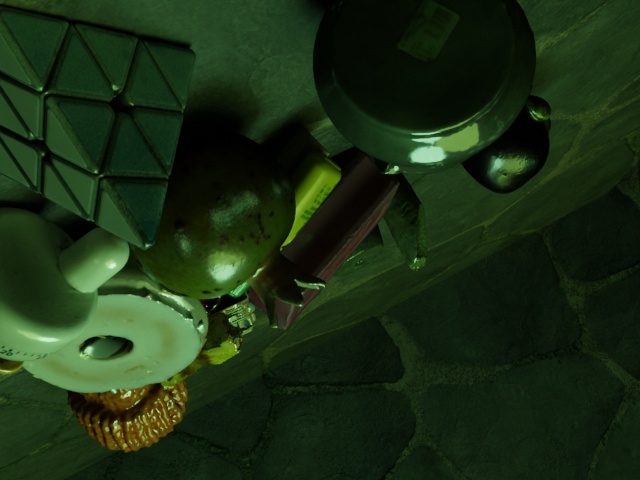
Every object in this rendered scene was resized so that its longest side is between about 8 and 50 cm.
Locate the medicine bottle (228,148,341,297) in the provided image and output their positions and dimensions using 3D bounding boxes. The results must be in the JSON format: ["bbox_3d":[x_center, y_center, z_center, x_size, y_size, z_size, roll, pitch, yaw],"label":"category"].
[{"bbox_3d":[-0.076,-0.027,1.507,0.309,0.076,0.111,-52,169,6],"label":"medicine bottle"}]

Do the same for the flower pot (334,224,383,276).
[{"bbox_3d":[0.061,-0.007,2.050,0.235,0.148,0.235,-28,163,-9],"label":"flower pot"}]

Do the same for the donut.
[{"bbox_3d":[-0.390,0.139,1.520,0.383,0.142,0.382,-5,142,-4],"label":"donut"}]

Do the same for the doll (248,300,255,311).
[{"bbox_3d":[-0.276,0.213,2.206,0.200,0.105,0.336,-36,162,16],"label":"doll"}]

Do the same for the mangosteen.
[{"bbox_3d":[0.417,-0.235,1.881,0.243,0.243,0.243,-27,164,-9],"label":"mangosteen"}]

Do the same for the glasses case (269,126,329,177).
[{"bbox_3d":[-0.071,-0.119,1.559,0.193,0.070,0.102,-50,144,4],"label":"glasses case"}]

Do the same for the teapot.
[{"bbox_3d":[0.172,-0.273,1.268,0.376,0.306,0.362,-60,172,-1],"label":"teapot"}]

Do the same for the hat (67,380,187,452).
[{"bbox_3d":[-0.496,0.323,1.953,0.285,0.285,0.400,-29,146,-3],"label":"hat"}]

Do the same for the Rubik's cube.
[{"bbox_3d":[-0.287,-0.146,1.026,0.228,0.228,0.233,13,-167,-13],"label":"Rubik's cube"}]

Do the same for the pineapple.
[{"bbox_3d":[-0.249,0.205,1.698,0.233,0.135,0.079,-25,128,21],"label":"pineapple"}]

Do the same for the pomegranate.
[{"bbox_3d":[-0.154,-0.015,1.361,0.291,0.323,0.291,-33,-158,15],"label":"pomegranate"}]

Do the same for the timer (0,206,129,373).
[{"bbox_3d":[-0.424,0.053,1.226,0.240,0.233,0.233,-34,164,25],"label":"timer"}]

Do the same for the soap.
[{"bbox_3d":[0.000,0.000,1.787,0.359,0.128,0.233,-49,173,-20],"label":"soap"}]

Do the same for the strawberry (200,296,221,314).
[{"bbox_3d":[-0.192,0.004,1.650,0.280,0.150,0.253,-48,-174,33],"label":"strawberry"}]

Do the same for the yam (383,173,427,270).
[{"bbox_3d":[0.190,-0.060,1.930,0.106,0.259,0.106,-23,155,-11],"label":"yam"}]

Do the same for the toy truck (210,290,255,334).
[{"bbox_3d":[-0.234,0.144,1.873,0.108,0.140,0.257,-24,-152,-19],"label":"toy truck"}]
